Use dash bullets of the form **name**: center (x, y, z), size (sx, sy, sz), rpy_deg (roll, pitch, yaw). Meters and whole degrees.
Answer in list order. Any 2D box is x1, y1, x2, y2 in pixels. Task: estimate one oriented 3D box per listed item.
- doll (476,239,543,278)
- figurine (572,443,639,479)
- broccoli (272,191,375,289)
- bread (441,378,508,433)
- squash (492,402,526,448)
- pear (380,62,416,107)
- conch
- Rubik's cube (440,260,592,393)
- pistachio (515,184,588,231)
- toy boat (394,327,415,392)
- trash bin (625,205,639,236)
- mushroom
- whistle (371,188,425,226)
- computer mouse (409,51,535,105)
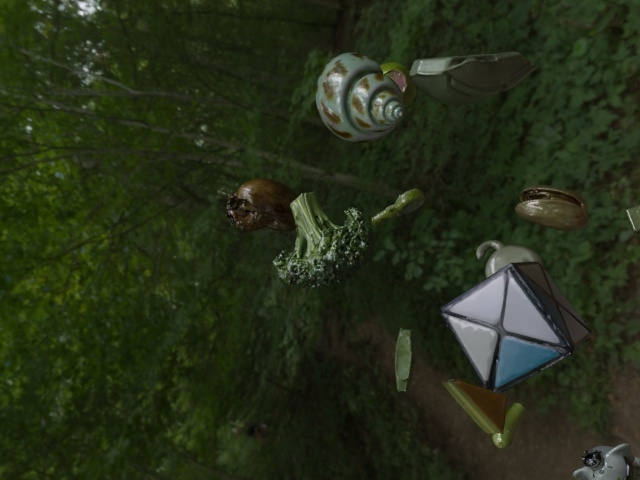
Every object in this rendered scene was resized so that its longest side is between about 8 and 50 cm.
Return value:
- **doll**: center (0.799, 0.169, 2.043), size (0.215, 0.370, 0.226), rpy_deg (-34, 28, 5)
- **figurine**: center (0.650, 0.515, 1.115), size (0.147, 0.192, 0.126), rpy_deg (-53, 19, 18)
- **broccoli**: center (0.016, 0.015, 1.628), size (0.375, 0.302, 0.249), rpy_deg (-29, -34, 35)
- **bread**: center (0.344, 0.377, 1.150), size (0.074, 0.139, 0.084), rpy_deg (124, 165, -66)
- **squash**: center (0.751, 0.742, 2.015), size (0.250, 0.083, 0.083), rpy_deg (-24, -39, -50)
- **pear**: center (0.266, -0.572, 1.908), size (0.220, 0.187, 0.188), rpy_deg (-69, 3, -77)
- **conch**: center (0.115, -0.401, 1.440), size (0.197, 0.368, 0.249), rpy_deg (-29, -58, -45)
- **Rubik's cube**: center (0.613, 0.263, 1.580), size (0.305, 0.310, 0.307), rpy_deg (-39, -23, 29)
- **pistachio**: center (0.702, -0.096, 1.529), size (0.129, 0.206, 0.131), rpy_deg (-55, -34, -32)
- **toy boat**: center (0.388, 0.546, 2.327), size (0.055, 0.093, 0.293), rpy_deg (50, -136, -66)
- **trash bin**: center (1.082, -0.068, 1.716), size (0.043, 0.061, 0.092), rpy_deg (40, -142, -46)
- **mushroom**: center (-0.213, -0.132, 1.900), size (0.263, 0.283, 0.195), rpy_deg (138, 130, -76)
- **whistle**: center (0.263, -0.114, 1.729), size (0.198, 0.057, 0.104), rpy_deg (-28, -23, 13)
- **computer mouse**: center (0.450, -0.483, 1.516), size (0.428, 0.228, 0.146), rpy_deg (-15, -71, -28)
